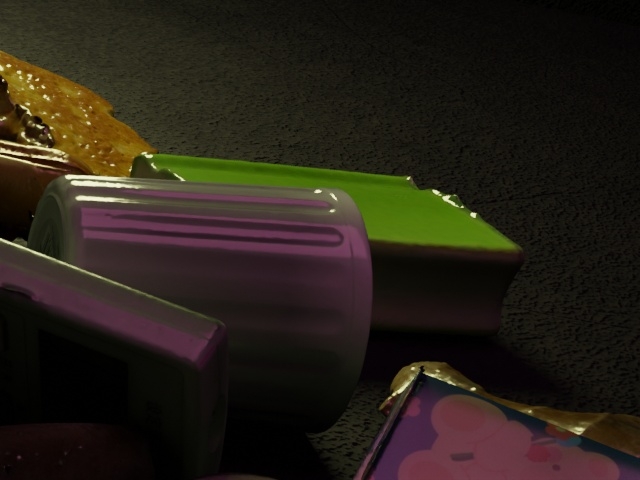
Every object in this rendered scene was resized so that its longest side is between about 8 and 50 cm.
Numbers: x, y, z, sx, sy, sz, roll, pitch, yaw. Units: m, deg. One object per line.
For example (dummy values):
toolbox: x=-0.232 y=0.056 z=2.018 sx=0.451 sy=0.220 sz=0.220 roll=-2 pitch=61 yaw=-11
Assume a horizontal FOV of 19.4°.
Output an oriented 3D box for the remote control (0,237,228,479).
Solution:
remote control: x=-0.217 y=0.050 z=1.120 sx=0.344 sy=0.145 sz=0.050 roll=19 pitch=47 yaw=13

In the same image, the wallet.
wallet: x=0.122 y=0.166 z=1.122 sx=0.202 sy=0.059 sz=0.141 roll=21 pitch=46 yaw=13

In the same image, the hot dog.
hot dog: x=-0.271 y=-0.042 z=1.465 sx=0.249 sy=0.076 sz=0.102 roll=12 pitch=-12 yaw=12

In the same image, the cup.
cup: x=-0.096 y=0.053 z=1.259 sx=0.202 sy=0.221 sz=0.167 roll=6 pitch=53 yaw=-21

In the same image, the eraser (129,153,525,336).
eraser: x=0.000 y=0.000 z=1.568 sx=0.274 sy=0.092 sz=0.210 roll=3 pitch=20 yaw=-33

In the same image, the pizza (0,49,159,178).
pizza: x=-0.233 y=-0.086 z=1.665 sx=0.189 sy=0.071 sz=0.297 roll=18 pitch=15 yaw=-39

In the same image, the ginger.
ginger: x=0.151 y=0.139 z=1.278 sx=0.131 sy=0.086 sz=0.294 roll=-23 pitch=31 yaw=-30

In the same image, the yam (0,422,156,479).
yam: x=-0.169 y=0.132 z=1.020 sx=0.068 sy=0.068 sz=0.169 roll=29 pitch=21 yaw=38

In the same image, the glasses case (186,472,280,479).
glasses case: x=0.014 y=0.213 z=0.939 sx=0.114 sy=0.060 sz=0.299 roll=8 pitch=18 yaw=-32
